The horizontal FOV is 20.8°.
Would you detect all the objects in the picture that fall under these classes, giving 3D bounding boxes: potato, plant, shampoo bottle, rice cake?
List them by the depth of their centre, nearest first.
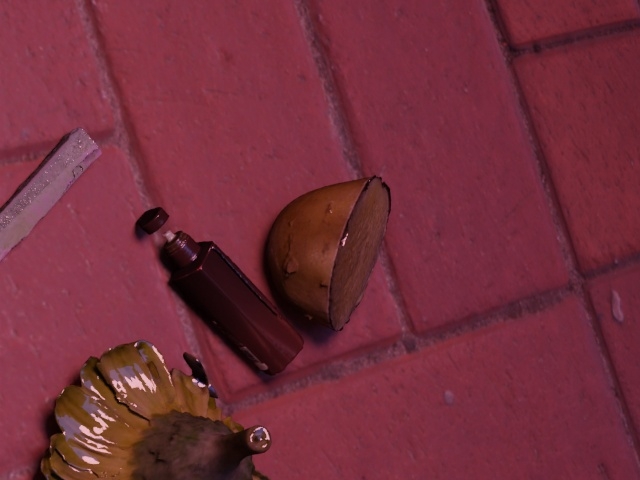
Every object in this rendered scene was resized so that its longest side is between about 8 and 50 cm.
[{"bbox_3d":[-0.137,0.219,1.848,0.305,0.297,0.261,14,36,-20],"label":"plant"},{"bbox_3d":[-0.310,-0.043,1.881,0.043,0.034,0.211,48,52,-15],"label":"rice cake"},{"bbox_3d":[-0.116,0.053,1.996,0.236,0.068,0.067,48,51,-21],"label":"shampoo bottle"},{"bbox_3d":[0.000,0.000,2.079,0.182,0.117,0.202,82,26,-50],"label":"potato"}]
